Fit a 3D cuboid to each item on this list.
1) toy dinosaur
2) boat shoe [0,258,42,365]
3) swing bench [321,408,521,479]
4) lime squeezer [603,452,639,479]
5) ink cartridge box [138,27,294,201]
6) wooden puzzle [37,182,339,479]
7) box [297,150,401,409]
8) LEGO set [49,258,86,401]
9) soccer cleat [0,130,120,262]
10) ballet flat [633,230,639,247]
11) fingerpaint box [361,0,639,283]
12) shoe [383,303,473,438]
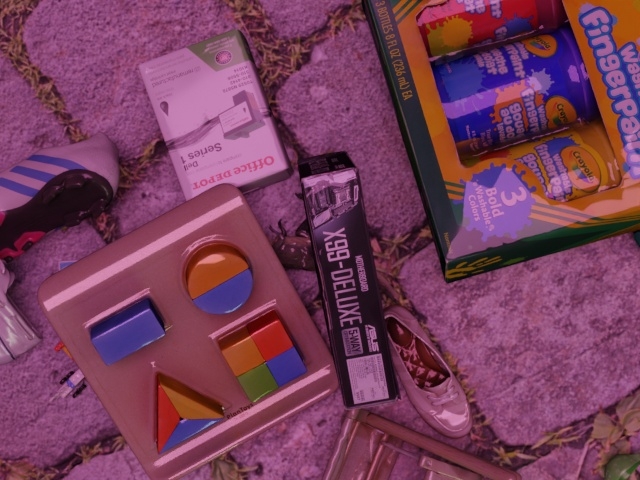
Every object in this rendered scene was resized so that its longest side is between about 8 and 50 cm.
[{"bbox_3d":[0.000,0.000,1.716,0.268,0.064,0.118,16,92,-1],"label":"toy dinosaur"},{"bbox_3d":[-0.482,0.059,1.686,0.084,0.095,0.258,-28,124,-12],"label":"boat shoe"},{"bbox_3d":[0.113,0.392,1.628,0.255,0.165,0.253,21,84,15],"label":"swing bench"},{"bbox_3d":[0.474,0.345,1.660,0.310,0.059,0.110,-14,47,5],"label":"lime squeezer"},{"bbox_3d":[-0.149,-0.173,1.709,0.160,0.092,0.219,-21,87,2],"label":"ink cartridge box"},{"bbox_3d":[-0.179,0.141,1.657,0.322,0.080,0.348,-29,104,-1],"label":"wooden puzzle"},{"bbox_3d":[0.033,0.045,1.575,0.076,0.242,0.307,-11,99,0],"label":"box"},{"bbox_3d":[-0.302,0.147,1.724,0.182,0.060,0.244,-2,88,6],"label":"LEGO set"},{"bbox_3d":[-0.432,-0.059,1.722,0.331,0.143,0.116,-18,129,18],"label":"soccer cleat"},{"bbox_3d":[0.469,-0.031,1.688,0.079,0.077,0.221,-40,82,-3],"label":"ballet flat"},{"bbox_3d":[0.287,-0.210,1.621,0.371,0.163,0.444,-15,77,2],"label":"fingerpaint box"},{"bbox_3d":[0.148,0.193,1.698,0.076,0.058,0.219,-33,87,1],"label":"shoe"}]
